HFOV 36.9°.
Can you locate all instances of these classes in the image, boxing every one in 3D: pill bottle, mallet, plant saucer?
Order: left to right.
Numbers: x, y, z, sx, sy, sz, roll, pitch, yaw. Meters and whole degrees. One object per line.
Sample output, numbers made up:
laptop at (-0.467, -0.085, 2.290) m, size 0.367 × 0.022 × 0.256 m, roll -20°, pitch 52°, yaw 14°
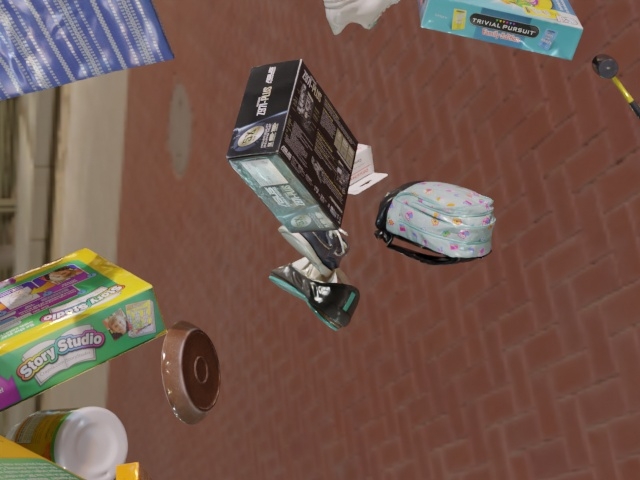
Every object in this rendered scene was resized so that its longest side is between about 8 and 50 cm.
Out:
pill bottle at (-0.460, 0.366, 1.690) m, size 0.246 × 0.136 × 0.136 m, roll -13°, pitch 79°, yaw 45°
plant saucer at (-0.202, 0.210, 1.540) m, size 0.168 × 0.029 × 0.168 m, roll -10°, pitch -90°, yaw -72°
mallet at (0.551, -0.253, 1.707) m, size 0.189 × 0.039 × 0.062 m, roll 51°, pitch -164°, yaw -6°

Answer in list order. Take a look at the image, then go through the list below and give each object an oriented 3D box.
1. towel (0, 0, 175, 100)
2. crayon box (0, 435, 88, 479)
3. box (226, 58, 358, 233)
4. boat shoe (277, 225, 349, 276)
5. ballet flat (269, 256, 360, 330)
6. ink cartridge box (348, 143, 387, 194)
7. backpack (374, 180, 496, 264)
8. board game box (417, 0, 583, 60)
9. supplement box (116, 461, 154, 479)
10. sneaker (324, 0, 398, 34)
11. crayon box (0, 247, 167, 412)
towel at (-0.373, -0.258, 1.201) m, size 0.243 × 0.336 × 0.040 m, roll 76°, pitch 180°, yaw -64°
crayon box at (-0.328, 0.208, 0.803) m, size 0.323 × 0.203 × 0.083 m, roll 18°, pitch 86°, yaw 24°
box at (-0.032, -0.117, 1.237) m, size 0.077 × 0.180 × 0.147 m, roll -4°, pitch 58°, yaw 28°
boat shoe at (0.000, 0.000, 1.601) m, size 0.095 × 0.079 × 0.254 m, roll 45°, pitch 180°, yaw 20°
ballet flat at (-0.002, 0.083, 1.768) m, size 0.096 × 0.095 × 0.280 m, roll -54°, pitch 31°, yaw -3°
ink cartridge box at (0.033, -0.162, 2.043) m, size 0.198 × 0.115 × 0.067 m, roll 16°, pitch 127°, yaw 39°
backpack at (0.195, -0.033, 1.552) m, size 0.182 × 0.152 × 0.115 m, roll 26°, pitch 127°, yaw 44°
board game box at (0.387, -0.515, 2.118) m, size 0.254 × 0.336 × 0.079 m, roll -87°, pitch 10°, yaw -57°
supplement box at (-0.273, 0.374, 1.419) m, size 0.098 × 0.036 × 0.062 m, roll 80°, pitch -178°, yaw -60°
sneaker at (0.102, -0.457, 1.848) m, size 0.080 × 0.212 × 0.094 m, roll 37°, pitch 143°, yaw 55°
crayon box at (-0.504, 0.155, 1.691) m, size 0.313 × 0.363 × 0.106 m, roll 21°, pitch 130°, yaw 53°
